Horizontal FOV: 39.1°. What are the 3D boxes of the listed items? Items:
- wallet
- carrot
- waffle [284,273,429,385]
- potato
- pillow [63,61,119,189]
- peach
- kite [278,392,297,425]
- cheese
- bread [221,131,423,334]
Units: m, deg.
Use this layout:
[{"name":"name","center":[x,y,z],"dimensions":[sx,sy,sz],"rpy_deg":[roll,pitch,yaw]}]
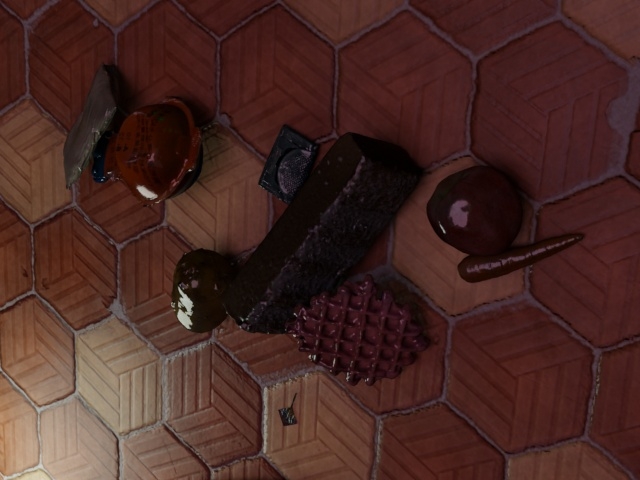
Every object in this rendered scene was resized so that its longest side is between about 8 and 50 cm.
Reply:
[{"name":"wallet","center":[-0.060,-0.135,1.640],"dimensions":[0.088,0.026,0.129],"rpy_deg":[34,117,19]},{"name":"carrot","center":[0.321,0.026,1.454],"dimensions":[0.216,0.048,0.048],"rpy_deg":[-18,93,27]},{"name":"waffle","center":[0.068,0.166,1.569],"dimensions":[0.221,0.055,0.234],"rpy_deg":[-28,121,23]},{"name":"potato","center":[-0.224,0.094,1.736],"dimensions":[0.137,0.137,0.176],"rpy_deg":[39,139,16]},{"name":"pillow","center":[-0.462,-0.228,1.804],"dimensions":[0.230,0.050,0.148],"rpy_deg":[-54,33,31]},{"name":"peach","center":[0.245,-0.035,1.429],"dimensions":[0.152,0.152,0.152],"rpy_deg":[7,105,28]},{"name":"kite","center":[-0.065,0.331,1.768],"dimensions":[0.044,0.002,0.078],"rpy_deg":[8,107,28]},{"name":"cheese","center":[-0.338,-0.169,1.729],"dimensions":[0.329,0.129,0.217],"rpy_deg":[-1,77,43]},{"name":"bread","center":[0.000,0.000,1.552],"dimensions":[0.416,0.165,0.113],"rpy_deg":[-53,54,28]}]
